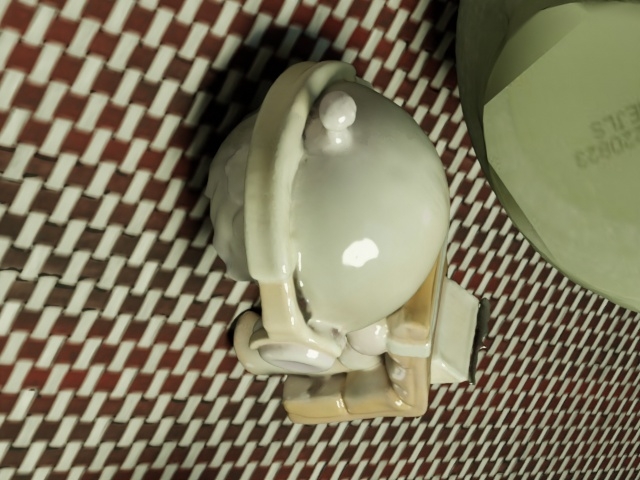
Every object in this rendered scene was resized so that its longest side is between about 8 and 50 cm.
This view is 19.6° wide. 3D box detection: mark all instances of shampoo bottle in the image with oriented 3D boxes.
[{"bbox_3d":[0.247,-0.111,1.021,0.317,0.322,0.322,-15,133,-40],"label":"shampoo bottle"}]

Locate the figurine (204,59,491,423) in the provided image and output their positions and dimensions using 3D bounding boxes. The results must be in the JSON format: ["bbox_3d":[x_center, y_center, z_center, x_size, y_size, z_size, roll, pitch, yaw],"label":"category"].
[{"bbox_3d":[0.003,0.000,0.971,0.237,0.141,0.163,66,33,-56],"label":"figurine"}]
